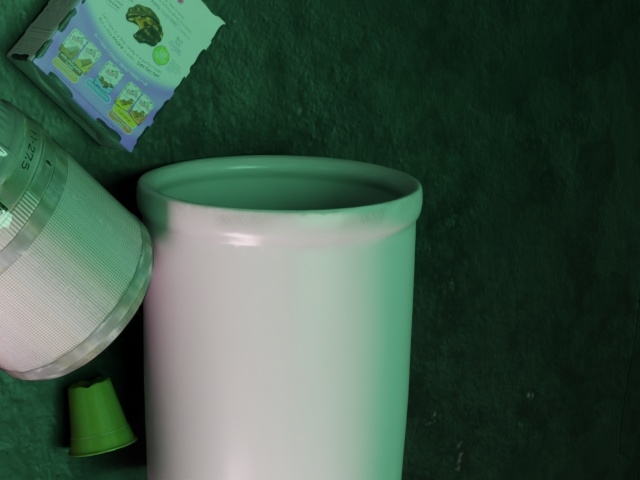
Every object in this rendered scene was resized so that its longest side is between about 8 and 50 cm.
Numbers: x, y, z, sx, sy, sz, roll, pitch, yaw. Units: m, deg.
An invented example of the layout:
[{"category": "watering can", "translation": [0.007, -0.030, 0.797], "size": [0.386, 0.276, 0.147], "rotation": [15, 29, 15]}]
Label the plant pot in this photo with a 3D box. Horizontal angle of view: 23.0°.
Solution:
[{"category": "plant pot", "translation": [-0.263, 0.204, 1.840], "size": [0.083, 0.083, 0.079], "rotation": [-17, 97, -35]}]

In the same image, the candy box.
[{"category": "candy box", "translation": [-0.228, -0.228, 1.777], "size": [0.165, 0.070, 0.196], "rotation": [45, 72, -35]}]

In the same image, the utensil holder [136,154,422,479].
[{"category": "utensil holder", "translation": [-0.053, 0.116, 1.831], "size": [0.328, 0.328, 0.385], "rotation": [-8, 107, -37]}]

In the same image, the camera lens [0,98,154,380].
[{"category": "camera lens", "translation": [-0.328, -0.001, 1.650], "size": [0.274, 0.219, 0.219], "rotation": [46, 71, -35]}]
